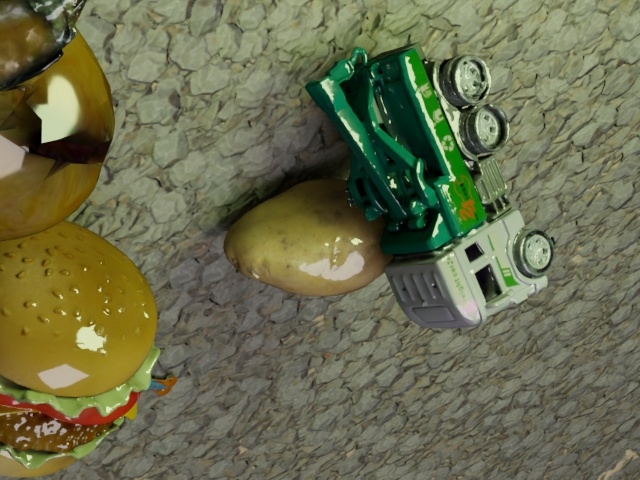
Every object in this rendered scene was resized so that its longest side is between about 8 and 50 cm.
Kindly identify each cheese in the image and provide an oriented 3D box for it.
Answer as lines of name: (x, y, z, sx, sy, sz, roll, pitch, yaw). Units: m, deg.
cheese: (-0.238, 0.193, 1.983, 0.111, 0.017, 0.047, 13, 125, -48)

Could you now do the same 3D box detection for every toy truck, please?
toy truck: (0.125, -0.069, 1.742, 0.178, 0.176, 0.363, -35, 106, -31)

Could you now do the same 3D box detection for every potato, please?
potato: (0.002, 0.003, 1.838, 0.234, 0.161, 0.128, -26, 146, -32)

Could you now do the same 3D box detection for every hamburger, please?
hamburger: (-0.302, 0.098, 1.593, 0.274, 0.274, 0.212, 0, 138, -41)

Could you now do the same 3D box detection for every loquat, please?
loquat: (-0.309, -0.115, 1.373, 0.235, 0.235, 0.235, -23, 144, -19)

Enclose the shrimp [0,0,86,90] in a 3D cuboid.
shrimp: (-0.277, -0.308, 1.197, 0.445, 0.272, 0.085, -57, -175, 13)
